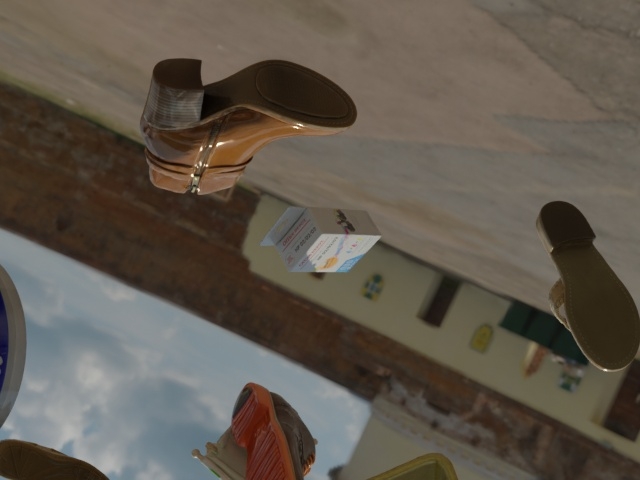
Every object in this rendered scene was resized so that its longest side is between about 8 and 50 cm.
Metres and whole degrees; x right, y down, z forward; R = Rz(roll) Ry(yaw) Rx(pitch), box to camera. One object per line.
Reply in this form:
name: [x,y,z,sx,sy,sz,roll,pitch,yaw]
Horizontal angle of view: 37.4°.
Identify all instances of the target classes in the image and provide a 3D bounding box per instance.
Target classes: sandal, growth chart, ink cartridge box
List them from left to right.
growth chart: [-0.112,0.393,1.775,0.172,0.021,0.237,45,-142,7]
ink cartridge box: [0.000,0.000,1.584,0.181,0.104,0.061,2,-131,-44]
sandal: [0.320,0.068,1.165,0.088,0.240,0.079,-7,146,-9]

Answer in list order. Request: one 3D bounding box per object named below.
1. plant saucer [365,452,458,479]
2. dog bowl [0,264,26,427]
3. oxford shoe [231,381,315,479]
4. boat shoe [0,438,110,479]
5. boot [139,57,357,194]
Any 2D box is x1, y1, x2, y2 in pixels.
plant saucer: [0.050,0.434,0.976,0.332,0.333,0.081,68,-168,21]
dog bowl: [-0.492,0.138,1.180,0.265,0.264,0.104,24,-173,35]
oxford shoe: [-0.057,0.377,1.644,0.133,0.130,0.363,24,-160,-23]
boat shoe: [-0.332,0.288,1.176,0.170,0.063,0.059,36,166,-24]
boot: [-0.106,-0.136,1.308,0.284,0.109,0.220,2,144,-11]
